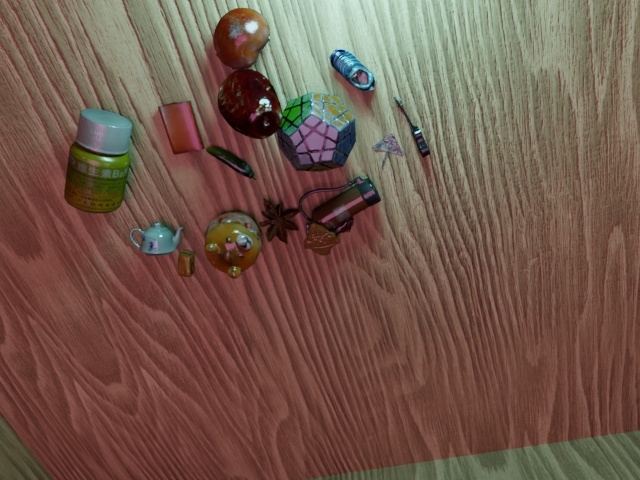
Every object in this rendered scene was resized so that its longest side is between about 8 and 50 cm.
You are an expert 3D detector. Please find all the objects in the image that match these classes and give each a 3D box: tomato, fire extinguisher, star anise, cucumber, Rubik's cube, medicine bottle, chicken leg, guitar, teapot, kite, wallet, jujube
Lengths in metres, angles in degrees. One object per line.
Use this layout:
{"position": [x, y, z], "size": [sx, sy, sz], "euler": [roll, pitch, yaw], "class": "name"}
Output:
{"position": [-0.302, -0.754, 1.536], "size": [0.199, 0.112, 0.227], "euler": [30, 95, 4], "class": "tomato"}
{"position": [0.060, -0.159, 1.850], "size": [0.376, 0.113, 0.200], "euler": [-31, 87, 15], "class": "fire extinguisher"}
{"position": [-0.185, -0.083, 1.887], "size": [0.196, 0.111, 0.212], "euler": [-6, 85, -15], "class": "star anise"}
{"position": [-0.372, -0.333, 1.805], "size": [0.250, 0.056, 0.056], "euler": [32, 113, -11], "class": "cucumber"}
{"position": [-0.016, -0.411, 1.635], "size": [0.264, 0.319, 0.318], "euler": [24, 117, 20], "class": "Rubik's cube"}
{"position": [-0.907, -0.322, 1.738], "size": [0.225, 0.224, 0.384], "euler": [20, 114, -7], "class": "medicine bottle"}
{"position": [0.073, -0.040, 1.934], "size": [0.205, 0.053, 0.093], "euler": [-35, 126, 23], "class": "chicken leg"}
{"position": [0.371, -0.462, 1.708], "size": [0.038, 0.084, 0.271], "euler": [-28, 105, 11], "class": "guitar"}
{"position": [-0.744, -0.012, 1.927], "size": [0.232, 0.159, 0.158], "euler": [0, 116, -7], "class": "teapot"}
{"position": [0.283, -0.377, 1.782], "size": [0.139, 0.011, 0.156], "euler": [14, 115, -2], "class": "kite"}
{"position": [-0.575, -0.466, 1.753], "size": [0.143, 0.045, 0.204], "euler": [-8, 114, 8], "class": "wallet"}
{"position": [-0.258, -0.505, 1.576], "size": [0.223, 0.318, 0.222], "euler": [-18, 136, -18], "class": "jujube"}

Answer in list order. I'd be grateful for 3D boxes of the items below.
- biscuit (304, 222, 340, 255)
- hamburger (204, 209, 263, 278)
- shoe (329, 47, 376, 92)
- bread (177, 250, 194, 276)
{"position": [0.000, 0.000, 1.880], "size": [0.163, 0.035, 0.250], "euler": [-18, 143, 5], "class": "biscuit"}
{"position": [-0.394, 0.023, 1.879], "size": [0.277, 0.236, 0.276], "euler": [0, 118, 0], "class": "hamburger"}
{"position": [0.126, -0.646, 1.606], "size": [0.207, 0.106, 0.091], "euler": [37, 110, -9], "class": "shoe"}
{"position": [-0.647, 0.114, 2.032], "size": [0.074, 0.053, 0.132], "euler": [10, 116, 2], "class": "bread"}
